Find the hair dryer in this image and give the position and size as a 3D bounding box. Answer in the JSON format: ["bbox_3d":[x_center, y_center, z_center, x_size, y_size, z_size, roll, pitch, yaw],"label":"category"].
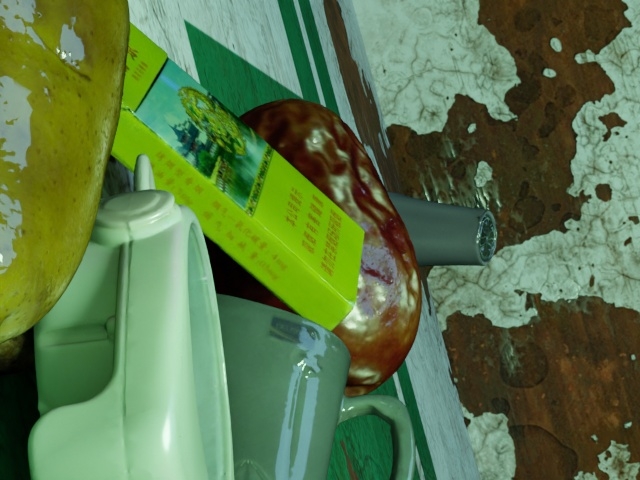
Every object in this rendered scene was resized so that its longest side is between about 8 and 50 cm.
[{"bbox_3d":[0.016,0.096,1.753,0.121,0.301,0.361,50,50,-56],"label":"hair dryer"}]

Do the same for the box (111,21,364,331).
[{"bbox_3d":[-0.100,-0.071,1.398,0.335,0.047,0.187,41,19,-11],"label":"box"}]

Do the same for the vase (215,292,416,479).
[{"bbox_3d":[-0.049,0.204,1.305,0.156,0.251,0.301,98,-2,-57],"label":"vase"}]

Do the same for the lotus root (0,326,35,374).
[{"bbox_3d":[-0.208,0.070,1.050,0.083,0.037,0.030,46,33,-70],"label":"lotus root"}]

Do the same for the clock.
[{"bbox_3d":[-0.128,0.101,1.130,0.265,0.109,0.324,80,3,-48],"label":"clock"}]

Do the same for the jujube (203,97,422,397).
[{"bbox_3d":[-0.017,0.013,1.639,0.223,0.223,0.318,56,20,-61],"label":"jujube"}]

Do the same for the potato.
[{"bbox_3d":[-0.207,-0.093,0.994,0.195,0.176,0.369,106,-15,-52],"label":"potato"}]
